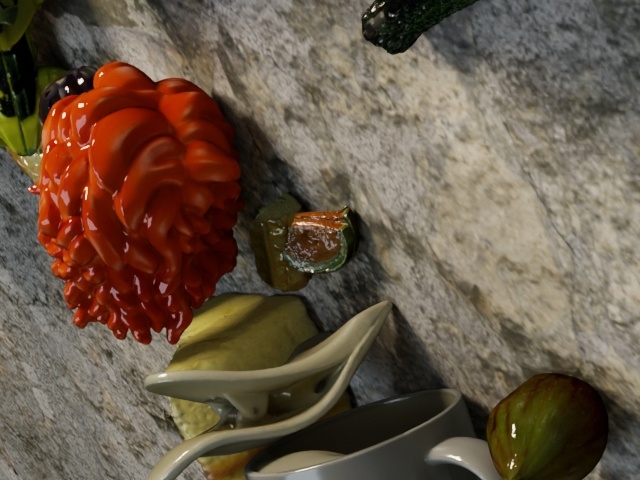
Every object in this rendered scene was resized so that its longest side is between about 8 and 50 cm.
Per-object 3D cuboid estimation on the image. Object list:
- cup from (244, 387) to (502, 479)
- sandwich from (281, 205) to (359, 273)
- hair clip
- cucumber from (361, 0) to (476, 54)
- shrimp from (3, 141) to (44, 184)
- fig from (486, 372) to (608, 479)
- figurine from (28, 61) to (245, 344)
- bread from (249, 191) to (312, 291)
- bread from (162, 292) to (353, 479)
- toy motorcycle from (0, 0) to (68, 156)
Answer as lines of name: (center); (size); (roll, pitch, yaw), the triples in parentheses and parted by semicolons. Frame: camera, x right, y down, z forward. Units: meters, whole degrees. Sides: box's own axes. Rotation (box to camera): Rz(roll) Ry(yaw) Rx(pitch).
cup: (0.112, 0.331, 1.616); (0.323, 0.237, 0.327); (-16, 95, 49)
sandwich: (-0.001, 0.004, 1.684); (0.101, 0.026, 0.069); (-7, 116, 37)
hair clip: (-0.061, 0.163, 1.684); (0.172, 0.282, 0.113); (-32, 76, 61)
cucumber: (0.093, -0.201, 1.330); (0.058, 0.058, 0.187); (60, 154, -4)
shrimp: (-0.388, -0.124, 2.192); (0.180, 0.041, 0.099); (33, 142, 40)
fig: (0.191, 0.182, 1.452); (0.103, 0.155, 0.109); (33, 136, 13)
figurine: (-0.221, -0.057, 1.841); (0.412, 0.241, 0.306); (-145, 55, -67)
bread: (-0.042, 0.006, 1.752); (0.066, 0.060, 0.110); (4, 129, 19)
bread: (-0.095, 0.213, 1.922); (0.236, 0.198, 0.263); (9, 124, 64)
toy motorcycle: (-0.379, -0.256, 1.943); (0.206, 0.142, 0.342); (-95, 0, -49)
